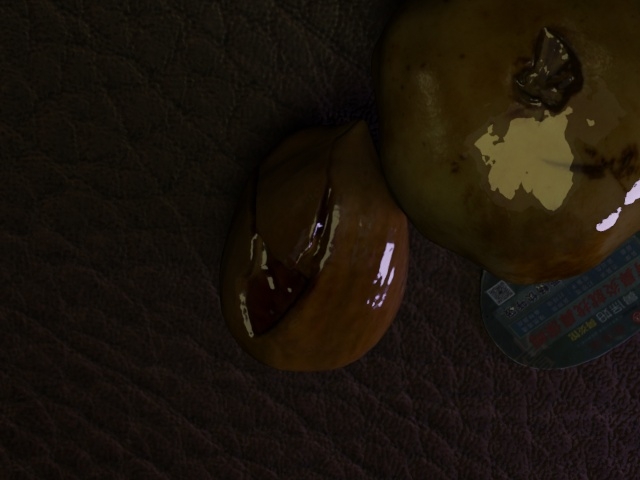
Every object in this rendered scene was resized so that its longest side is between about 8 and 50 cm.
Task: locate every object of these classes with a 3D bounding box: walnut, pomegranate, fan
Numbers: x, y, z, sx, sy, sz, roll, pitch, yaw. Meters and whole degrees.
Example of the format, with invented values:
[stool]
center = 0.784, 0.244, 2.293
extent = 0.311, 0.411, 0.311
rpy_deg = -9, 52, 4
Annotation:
[walnut]
center = 0.000, 0.000, 1.731
extent = 0.203, 0.203, 0.298
rpy_deg = 16, 115, -6
[pomegranate]
center = 0.209, -0.125, 1.600
extent = 0.332, 0.332, 0.333
rpy_deg = 1, 116, 1
[fan]
center = 0.241, 0.038, 1.839
extent = 0.294, 0.012, 0.223
rpy_deg = 19, 116, -8
